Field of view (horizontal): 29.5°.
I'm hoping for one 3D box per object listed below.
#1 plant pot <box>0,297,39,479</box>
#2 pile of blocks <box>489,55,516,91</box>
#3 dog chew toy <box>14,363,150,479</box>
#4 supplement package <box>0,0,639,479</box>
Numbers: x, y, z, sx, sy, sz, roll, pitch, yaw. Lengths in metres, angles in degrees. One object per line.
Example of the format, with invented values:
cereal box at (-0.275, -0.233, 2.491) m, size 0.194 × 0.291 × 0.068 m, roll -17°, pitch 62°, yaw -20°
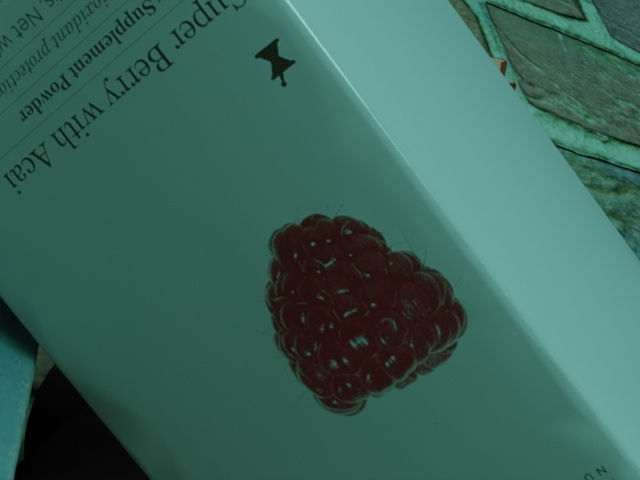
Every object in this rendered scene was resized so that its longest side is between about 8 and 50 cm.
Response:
plant pot at (-0.274, 0.083, 0.541) m, size 0.252 × 0.247 × 0.248 m, roll 16°, pitch 40°, yaw -15°
pile of blocks at (0.135, -0.073, 1.023) m, size 0.362 × 0.112 × 0.149 m, roll 53°, pitch 5°, yaw -43°
dog chew toy at (-0.079, 0.133, 0.690) m, size 0.206 × 0.206 × 0.332 m, roll 25°, pitch 29°, yaw -19°
supplement package at (0.000, 0.000, 0.518) m, size 0.293 × 0.177 × 0.175 m, roll 52°, pitch 25°, yaw -6°
